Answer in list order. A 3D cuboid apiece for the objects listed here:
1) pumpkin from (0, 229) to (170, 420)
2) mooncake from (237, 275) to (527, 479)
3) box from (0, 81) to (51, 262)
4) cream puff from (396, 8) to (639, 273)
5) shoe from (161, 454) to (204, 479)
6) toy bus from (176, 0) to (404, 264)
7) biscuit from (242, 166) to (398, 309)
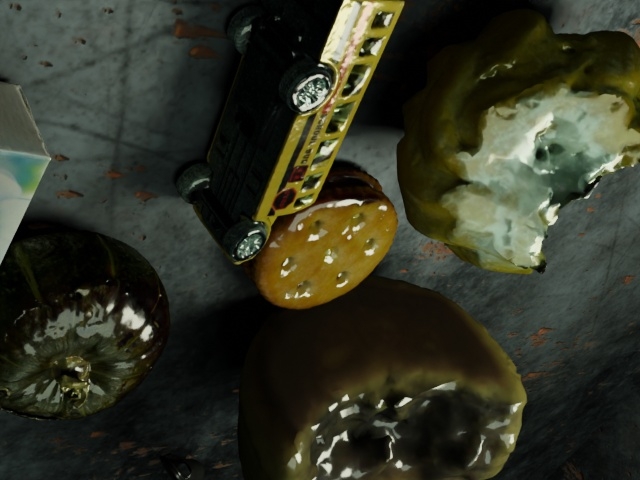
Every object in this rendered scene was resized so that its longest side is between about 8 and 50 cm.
[{"bbox_3d":[-0.276,0.099,0.941,0.238,0.159,0.238,-22,146,-16],"label":"pumpkin"},{"bbox_3d":[0.081,0.249,1.217,0.246,0.394,0.393,105,11,-48],"label":"mooncake"},{"bbox_3d":[-0.396,-0.042,0.703,0.274,0.116,0.203,6,130,-44],"label":"box"},{"bbox_3d":[0.226,-0.139,1.043,0.323,0.270,0.274,-42,111,9],"label":"cream puff"},{"bbox_3d":[-0.222,0.392,1.439,0.053,0.062,0.159,-36,148,-21],"label":"shoe"},{"bbox_3d":[-0.039,-0.133,0.896,0.123,0.121,0.336,-12,140,-40],"label":"toy bus"},{"bbox_3d":[0.000,0.000,1.134,0.220,0.066,0.220,-23,144,-18],"label":"biscuit"}]
